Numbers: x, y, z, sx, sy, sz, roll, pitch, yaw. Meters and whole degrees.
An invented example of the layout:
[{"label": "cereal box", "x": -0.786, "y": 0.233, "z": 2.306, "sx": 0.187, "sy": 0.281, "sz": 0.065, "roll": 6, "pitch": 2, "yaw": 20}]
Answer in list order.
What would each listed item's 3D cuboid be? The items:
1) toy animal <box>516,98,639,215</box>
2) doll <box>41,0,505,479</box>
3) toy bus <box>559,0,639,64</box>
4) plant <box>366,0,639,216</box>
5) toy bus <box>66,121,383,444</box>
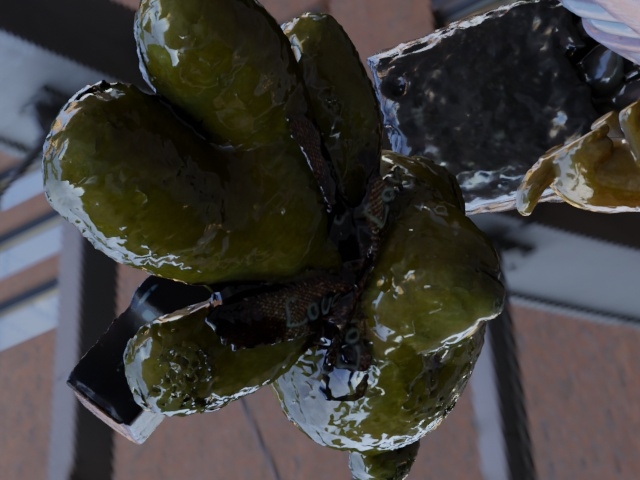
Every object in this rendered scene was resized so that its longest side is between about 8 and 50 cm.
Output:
[{"label": "toy animal", "x": 0.131, "y": -0.012, "z": 0.580, "sx": 0.081, "sy": 0.060, "sz": 0.083, "roll": -35, "pitch": -87, "yaw": -17}, {"label": "doll", "x": 0.000, "y": 0.000, "z": 0.448, "sx": 0.209, "sy": 0.097, "sz": 0.137, "roll": 38, "pitch": -114, "yaw": -54}, {"label": "toy bus", "x": 0.215, "y": -0.185, "z": 0.769, "sx": 0.294, "sy": 0.232, "sz": 0.197, "roll": 25, "pitch": -99, "yaw": -32}, {"label": "plant", "x": 0.207, "y": -0.121, "z": 1.168, "sx": 0.194, "sy": 0.321, "sz": 0.181, "roll": 32, "pitch": -137, "yaw": -86}, {"label": "toy bus", "x": -0.087, "y": 0.019, "z": 1.403, "sx": 0.409, "sy": 0.093, "sz": 0.092, "roll": -49, "pitch": -20, "yaw": -19}]
